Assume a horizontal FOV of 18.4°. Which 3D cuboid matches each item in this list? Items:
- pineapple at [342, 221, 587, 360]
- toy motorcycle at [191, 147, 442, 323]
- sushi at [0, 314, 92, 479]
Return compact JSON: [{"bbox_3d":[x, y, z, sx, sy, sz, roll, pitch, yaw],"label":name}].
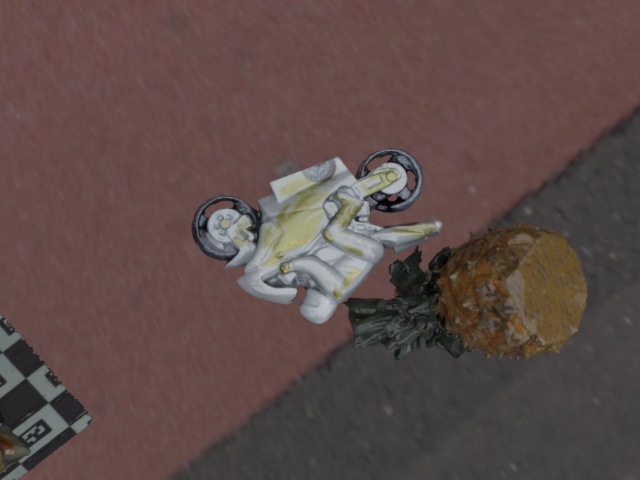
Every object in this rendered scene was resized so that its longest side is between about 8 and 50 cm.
[{"bbox_3d":[0.127,0.057,1.828,0.128,0.248,0.128,8,78,-38],"label":"pineapple"},{"bbox_3d":[0.000,0.000,1.849,0.228,0.074,0.151,-15,80,-6],"label":"toy motorcycle"},{"bbox_3d":[-0.391,0.226,1.847,0.343,0.064,0.359,-38,149,-6],"label":"sushi"}]
